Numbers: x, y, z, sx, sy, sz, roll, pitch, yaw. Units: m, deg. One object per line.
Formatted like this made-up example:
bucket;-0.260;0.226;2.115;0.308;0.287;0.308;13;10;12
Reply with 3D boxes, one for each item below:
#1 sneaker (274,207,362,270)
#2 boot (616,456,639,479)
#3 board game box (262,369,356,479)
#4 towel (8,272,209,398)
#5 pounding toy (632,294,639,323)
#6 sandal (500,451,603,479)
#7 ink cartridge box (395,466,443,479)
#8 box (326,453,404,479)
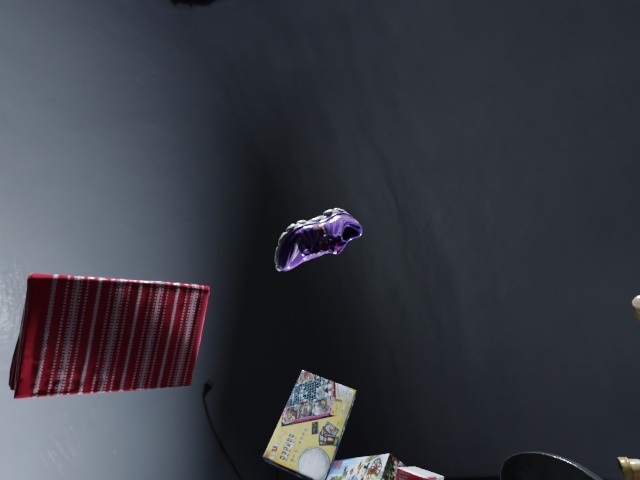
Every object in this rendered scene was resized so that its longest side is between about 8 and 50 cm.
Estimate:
sneaker;0.000;0.000;0.643;0.170;0.071;0.068;-31;137;-30
boot;1.019;0.731;1.120;0.089;0.270;0.235;1;80;-67
board game box;-0.022;0.483;1.049;0.042;0.165;0.243;88;24;-48
towel;-0.338;0.158;0.665;0.275;0.031;0.198;9;97;-32
pounding toy;0.536;0.081;0.551;0.181;0.206;0.094;-101;166;-58
sandal;0.142;0.187;0.188;0.040;0.067;0.179;21;30;-25
ink cartridge box;0.157;0.459;0.666;0.099;0.056;0.135;41;58;-49
box;0.069;0.545;0.841;0.044;0.233;0.159;39;48;-4
